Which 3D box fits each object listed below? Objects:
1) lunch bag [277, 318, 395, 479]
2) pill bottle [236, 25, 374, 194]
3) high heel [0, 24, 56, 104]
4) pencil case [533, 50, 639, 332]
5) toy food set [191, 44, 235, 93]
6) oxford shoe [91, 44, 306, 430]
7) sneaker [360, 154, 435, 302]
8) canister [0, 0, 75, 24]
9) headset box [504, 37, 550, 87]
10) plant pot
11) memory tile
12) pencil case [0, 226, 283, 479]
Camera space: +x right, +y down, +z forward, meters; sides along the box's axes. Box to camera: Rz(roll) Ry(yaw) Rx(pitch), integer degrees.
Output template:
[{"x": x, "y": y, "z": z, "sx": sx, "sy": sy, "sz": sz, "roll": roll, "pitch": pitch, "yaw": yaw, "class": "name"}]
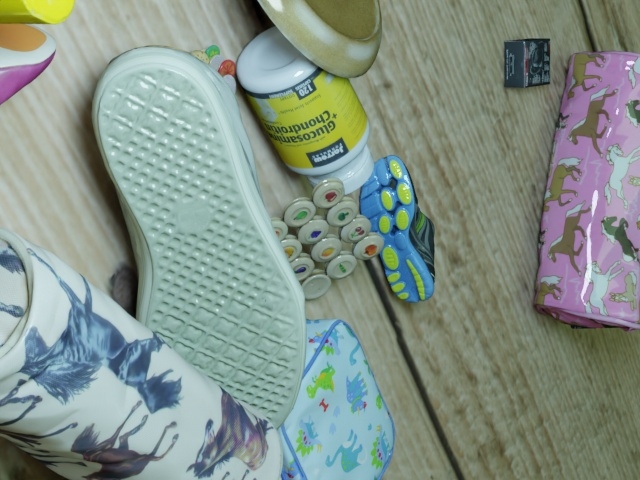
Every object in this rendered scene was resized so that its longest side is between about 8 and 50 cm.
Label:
[{"x": -0.010, "y": 0.203, "z": 2.013, "sx": 0.176, "sy": 0.090, "sz": 0.219, "roll": -56, "pitch": 137, "yaw": -37, "class": "lunch bag"}, {"x": -0.009, "y": -0.134, "z": 1.956, "sx": 0.103, "sy": 0.103, "sz": 0.184, "roll": -61, "pitch": 139, "yaw": -32, "class": "pill bottle"}, {"x": -0.307, "y": -0.110, "z": 1.561, "sx": 0.244, "sy": 0.082, "sz": 0.117, "roll": -48, "pitch": 164, "yaw": -59, "class": "high heel"}, {"x": 0.394, "y": -0.071, "z": 2.523, "sx": 0.167, "sy": 0.160, "sz": 0.386, "roll": 20, "pitch": 76, "yaw": -64, "class": "pencil case"}, {"x": -0.112, "y": -0.155, "z": 1.873, "sx": 0.082, "sy": 0.020, "sz": 0.083, "roll": -21, "pitch": 112, "yaw": -54, "class": "toy food set"}, {"x": -0.113, "y": 0.002, "z": 1.794, "sx": 0.130, "sy": 0.169, "sz": 0.449, "roll": -99, "pitch": 176, "yaw": -61, "class": "oxford shoe"}, {"x": 0.093, "y": -0.018, "z": 2.176, "sx": 0.078, "sy": 0.067, "sz": 0.188, "roll": -72, "pitch": 149, "yaw": -57, "class": "sneaker"}, {"x": -0.273, "y": -0.234, "z": 1.486, "sx": 0.073, "sy": 0.170, "sz": 0.126, "roll": 20, "pitch": 78, "yaw": -56, "class": "canister"}, {"x": 0.269, "y": -0.232, "z": 2.425, "sx": 0.083, "sy": 0.032, "sz": 0.062, "roll": -14, "pitch": 106, "yaw": -54, "class": "headset box"}, {"x": -0.008, "y": -0.277, "z": 1.900, "sx": 0.236, "sy": 0.032, "sz": 0.236, "roll": 39, "pitch": 34, "yaw": -33, "class": "plant pot"}, {"x": 0.000, "y": 0.000, "z": 2.003, "sx": 0.113, "sy": 0.012, "sz": 0.148, "roll": -33, "pitch": 139, "yaw": 4, "class": "memory tile"}, {"x": -0.209, "y": 0.136, "z": 1.631, "sx": 0.410, "sy": 0.183, "sz": 0.160, "roll": 42, "pitch": 54, "yaw": -48, "class": "pencil case"}]
